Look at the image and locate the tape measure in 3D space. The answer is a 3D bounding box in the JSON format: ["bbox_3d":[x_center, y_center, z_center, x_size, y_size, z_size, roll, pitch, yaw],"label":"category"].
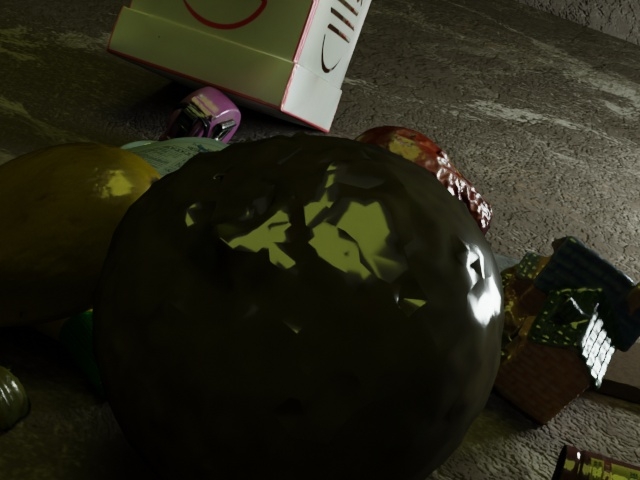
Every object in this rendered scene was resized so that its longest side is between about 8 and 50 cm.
[{"bbox_3d":[-0.180,-0.167,2.006,0.074,0.125,0.118,45,37,15],"label":"tape measure"}]

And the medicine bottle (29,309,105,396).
[{"bbox_3d":[-0.277,0.085,1.484,0.095,0.064,0.260,-21,42,-24],"label":"medicine bottle"}]

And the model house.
[{"bbox_3d":[0.287,0.092,1.549,0.166,0.172,0.183,39,46,-4],"label":"model house"}]

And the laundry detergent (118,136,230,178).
[{"bbox_3d":[-0.198,-0.084,1.831,0.215,0.105,0.280,18,27,14],"label":"laundry detergent"}]

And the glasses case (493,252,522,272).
[{"bbox_3d":[0.249,0.056,1.811,0.299,0.060,0.114,14,25,2],"label":"glasses case"}]

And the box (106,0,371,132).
[{"bbox_3d":[-0.111,-0.373,2.162,0.312,0.300,0.314,19,3,14],"label":"box"}]

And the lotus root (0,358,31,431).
[{"bbox_3d":[-0.386,0.128,1.327,0.183,0.077,0.203,22,24,16],"label":"lotus root"}]

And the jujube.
[{"bbox_3d":[0.136,-0.063,1.902,0.236,0.168,0.168,31,25,-2],"label":"jujube"}]

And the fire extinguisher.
[{"bbox_3d":[0.366,0.275,1.388,0.252,0.075,0.106,15,24,6],"label":"fire extinguisher"}]

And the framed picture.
[{"bbox_3d":[0.374,0.159,1.700,0.169,0.023,0.128,15,24,4],"label":"framed picture"}]

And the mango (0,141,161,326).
[{"bbox_3d":[-0.307,-0.006,1.428,0.332,0.142,0.195,-10,55,21],"label":"mango"}]

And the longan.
[{"bbox_3d":[-0.021,0.077,1.252,0.391,0.391,0.391,11,25,-5],"label":"longan"}]
